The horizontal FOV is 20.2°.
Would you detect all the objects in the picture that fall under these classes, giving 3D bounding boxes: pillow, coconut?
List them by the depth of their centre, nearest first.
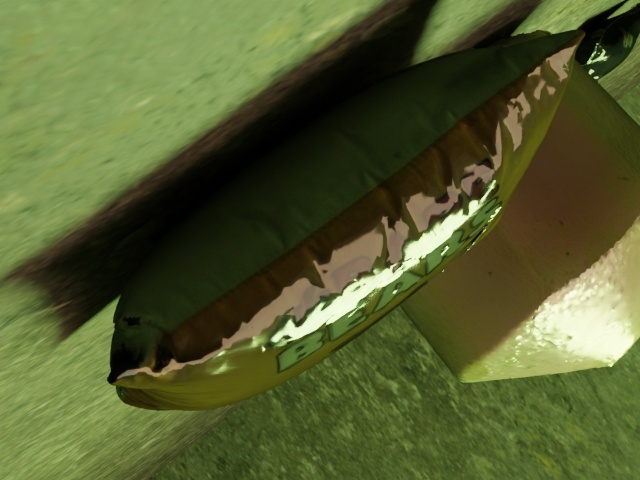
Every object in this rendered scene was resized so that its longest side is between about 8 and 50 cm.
[{"bbox_3d":[0.000,0.000,1.064,0.310,0.119,0.312,-34,176,-10],"label":"pillow"},{"bbox_3d":[0.157,-0.011,1.368,0.233,0.245,0.233,-39,178,-2],"label":"coconut"},{"bbox_3d":[0.269,-0.183,1.765,0.090,0.048,0.150,-31,-176,35],"label":"pillow"}]
